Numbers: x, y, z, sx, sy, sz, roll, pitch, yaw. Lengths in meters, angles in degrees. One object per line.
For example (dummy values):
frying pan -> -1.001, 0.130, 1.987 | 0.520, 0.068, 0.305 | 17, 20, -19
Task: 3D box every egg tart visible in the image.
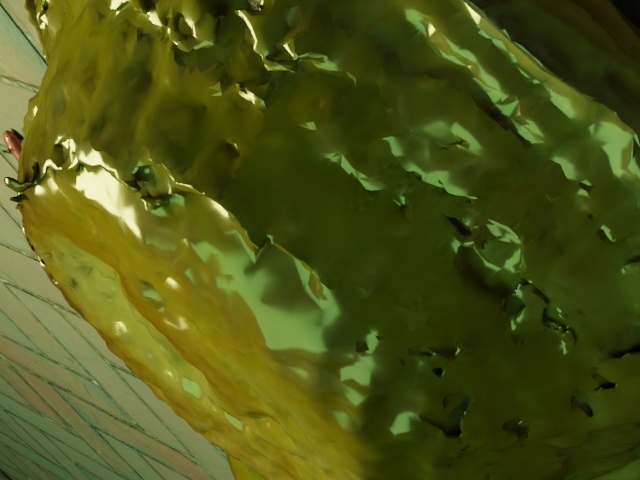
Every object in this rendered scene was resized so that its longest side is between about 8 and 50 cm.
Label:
egg tart -> 0.000, 0.000, 0.697 | 0.443, 0.178, 0.443 | 34, 159, 15

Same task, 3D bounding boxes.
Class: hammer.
hammer -> -0.229, -0.055, 1.208 | 0.052, 0.031, 0.083 | -1, 127, 57

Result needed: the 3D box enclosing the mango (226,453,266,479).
mango -> -0.009, 0.199, 1.262 | 0.156, 0.114, 0.251 | 25, 159, 51
